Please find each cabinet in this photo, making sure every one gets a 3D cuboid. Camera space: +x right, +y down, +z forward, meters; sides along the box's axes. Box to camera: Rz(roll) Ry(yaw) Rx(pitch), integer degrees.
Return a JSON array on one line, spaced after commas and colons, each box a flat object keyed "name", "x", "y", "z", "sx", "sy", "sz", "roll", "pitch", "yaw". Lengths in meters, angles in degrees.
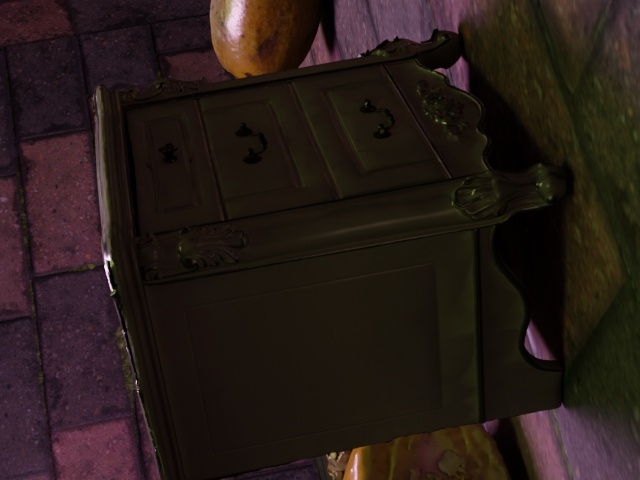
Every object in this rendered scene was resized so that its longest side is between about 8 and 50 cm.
[{"name": "cabinet", "x": 0.000, "y": 0.000, "z": 0.948, "sx": 0.290, "sy": 0.318, "sz": 0.227, "roll": -109, "pitch": 10, "yaw": -58}]

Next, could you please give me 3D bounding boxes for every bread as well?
[{"name": "bread", "x": 0.101, "y": 0.316, "z": 1.204, "sx": 0.375, "sy": 0.165, "sz": 0.236, "roll": 94, "pitch": 162, "yaw": -60}]

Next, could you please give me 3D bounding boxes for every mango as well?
[{"name": "mango", "x": -0.067, "y": -0.383, "z": 1.693, "sx": 0.176, "sy": 0.175, "sz": 0.329, "roll": 46, "pitch": 133, "yaw": 37}]

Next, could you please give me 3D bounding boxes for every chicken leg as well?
[{"name": "chicken leg", "x": 0.050, "y": 0.430, "z": 2.199, "sx": 0.103, "sy": 0.088, "sz": 0.228, "roll": -164, "pitch": 67, "yaw": -68}]

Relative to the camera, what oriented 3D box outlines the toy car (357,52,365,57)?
[{"name": "toy car", "x": 0.054, "y": -0.186, "z": 1.467, "sx": 0.041, "sy": 0.025, "sz": 0.093, "roll": 126, "pitch": 134, "yaw": -80}]
